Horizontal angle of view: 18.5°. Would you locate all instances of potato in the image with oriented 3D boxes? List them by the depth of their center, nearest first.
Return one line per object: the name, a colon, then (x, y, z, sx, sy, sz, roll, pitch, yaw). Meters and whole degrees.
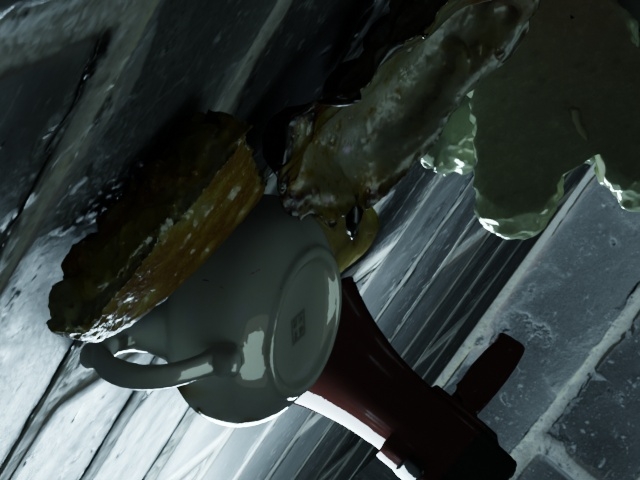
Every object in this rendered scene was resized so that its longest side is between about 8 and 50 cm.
potato: (0.000, 0.000, 1.950, 0.107, 0.080, 0.170, -54, 173, 26)

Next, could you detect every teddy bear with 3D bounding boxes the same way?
teddy bear: (0.267, -0.113, 2.094, 0.327, 0.375, 0.362, -14, 150, 6)

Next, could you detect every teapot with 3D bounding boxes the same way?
teapot: (-0.075, 0.061, 1.708, 0.298, 0.139, 0.204, -29, 129, -57)

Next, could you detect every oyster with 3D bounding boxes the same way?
oyster: (0.079, -0.166, 1.676, 0.361, 0.096, 0.221, -50, 166, -7)

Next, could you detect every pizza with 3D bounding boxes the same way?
pizza: (-0.111, -0.022, 1.456, 0.292, 0.058, 0.197, -42, 165, -50)

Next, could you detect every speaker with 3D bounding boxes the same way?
speaker: (0.111, 0.199, 2.513, 0.198, 0.329, 0.259, -56, 175, 27)

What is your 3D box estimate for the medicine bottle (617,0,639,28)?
medicine bottle: (0.417, -0.329, 2.175, 0.211, 0.211, 0.371, -48, 165, -17)
